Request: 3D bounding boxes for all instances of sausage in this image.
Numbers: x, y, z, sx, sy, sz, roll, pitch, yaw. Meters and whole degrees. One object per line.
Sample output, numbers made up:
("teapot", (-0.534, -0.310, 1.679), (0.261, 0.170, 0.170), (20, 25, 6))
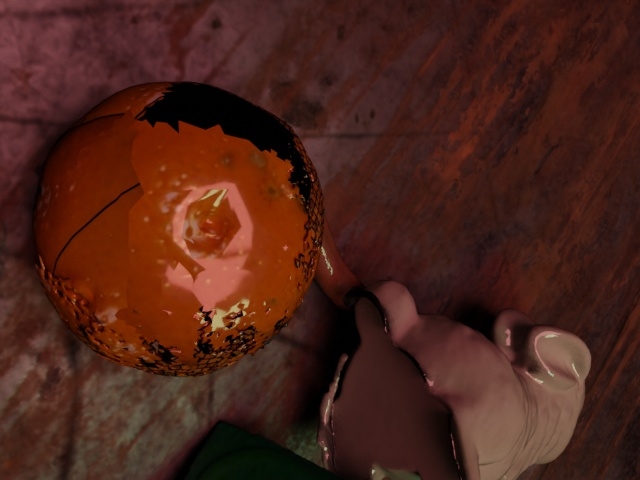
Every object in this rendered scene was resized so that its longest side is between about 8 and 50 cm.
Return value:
("sausage", (0.001, 0.000, 0.674), (0.047, 0.040, 0.177), (-39, 117, -31))

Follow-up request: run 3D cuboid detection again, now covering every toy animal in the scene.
("toy animal", (0.176, 0.171, 0.740), (0.357, 0.194, 0.258), (0, 94, -44))

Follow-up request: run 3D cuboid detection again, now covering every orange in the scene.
("orange", (-0.107, -0.010, 0.531), (0.234, 0.182, 0.234), (-3, 98, -18))

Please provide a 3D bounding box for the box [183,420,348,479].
("box", (-0.058, 0.366, 0.576), (0.336, 0.264, 0.106), (-57, 155, -28))
